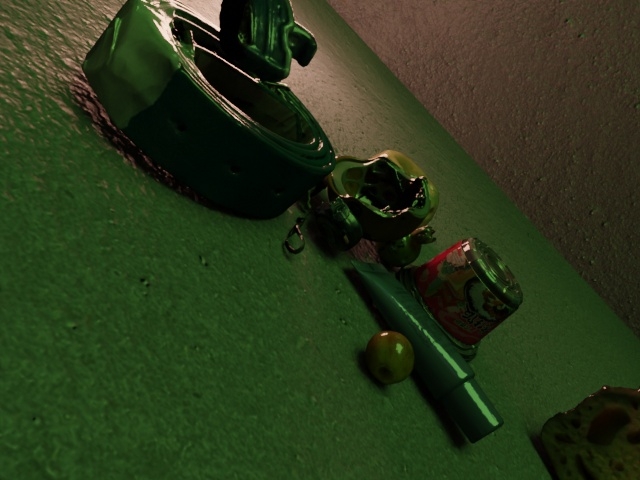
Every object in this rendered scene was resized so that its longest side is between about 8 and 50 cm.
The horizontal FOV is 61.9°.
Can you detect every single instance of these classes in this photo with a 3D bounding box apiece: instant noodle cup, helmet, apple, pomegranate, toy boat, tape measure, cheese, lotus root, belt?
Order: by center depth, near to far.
[{"bbox_3d":[-0.079,-0.333,0.840,0.142,0.129,0.309,19,36,-27],"label":"toy boat"},{"bbox_3d":[0.113,0.191,0.871,0.084,0.084,0.071,41,35,-15],"label":"apple"},{"bbox_3d":[-0.161,-0.213,0.891,0.436,0.173,0.300,26,33,-38],"label":"belt"},{"bbox_3d":[-0.003,0.001,0.998,0.180,0.104,0.107,-43,108,-35],"label":"tape measure"},{"bbox_3d":[0.110,-0.075,1.105,0.224,0.130,0.198,21,37,11],"label":"helmet"},{"bbox_3d":[0.667,0.472,1.118,0.250,0.316,0.316,31,30,-47],"label":"lotus root"},{"bbox_3d":[0.320,0.110,1.178,0.258,0.181,0.302,47,26,0],"label":"instant noodle cup"},{"bbox_3d":[0.188,-0.001,1.178,0.114,0.142,0.115,18,64,-42],"label":"pomegranate"},{"bbox_3d":[0.217,-0.135,1.427,0.235,0.117,0.218,42,29,-6],"label":"cheese"}]

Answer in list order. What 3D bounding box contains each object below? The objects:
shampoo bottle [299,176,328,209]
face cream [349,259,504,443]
[{"bbox_3d":[-0.012,-0.130,1.139,0.063,0.057,0.208,51,27,-12],"label":"shampoo bottle"},{"bbox_3d":[0.191,0.188,0.996,0.135,0.086,0.385,10,40,-56],"label":"face cream"}]
